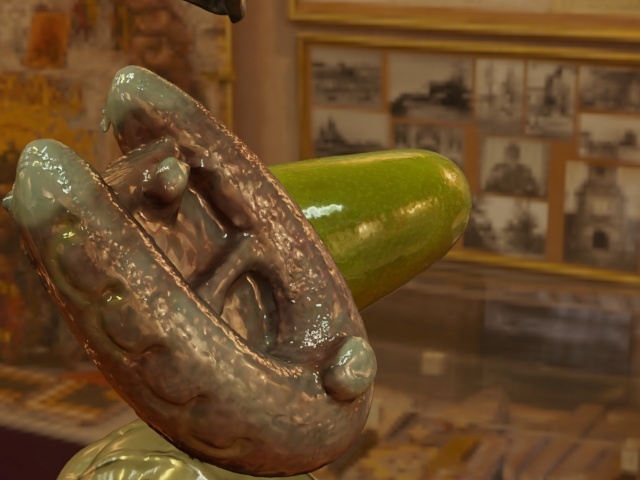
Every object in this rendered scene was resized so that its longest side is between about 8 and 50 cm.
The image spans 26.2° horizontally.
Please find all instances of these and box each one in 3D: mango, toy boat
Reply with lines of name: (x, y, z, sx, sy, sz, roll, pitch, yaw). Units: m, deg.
mango: (0.000, 0.000, 1.108, 0.293, 0.143, 0.175, -20, 3, -27)
toy boat: (-0.048, 0.019, 0.698, 0.085, 0.227, 0.155, -25, 17, 37)

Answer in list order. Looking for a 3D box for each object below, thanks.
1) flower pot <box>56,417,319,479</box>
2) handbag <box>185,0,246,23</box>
flower pot: (-0.109, 0.302, 0.994, 0.307, 0.307, 0.244, 10, 41, 33)
handbag: (-0.025, -0.201, 0.447, 0.062, 0.229, 0.179, 14, -15, -5)
